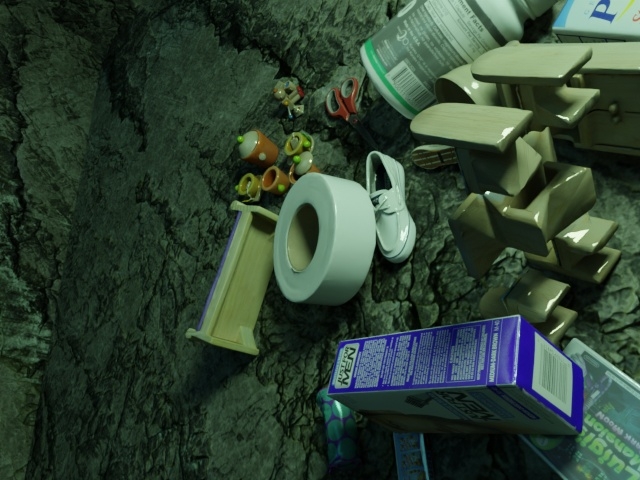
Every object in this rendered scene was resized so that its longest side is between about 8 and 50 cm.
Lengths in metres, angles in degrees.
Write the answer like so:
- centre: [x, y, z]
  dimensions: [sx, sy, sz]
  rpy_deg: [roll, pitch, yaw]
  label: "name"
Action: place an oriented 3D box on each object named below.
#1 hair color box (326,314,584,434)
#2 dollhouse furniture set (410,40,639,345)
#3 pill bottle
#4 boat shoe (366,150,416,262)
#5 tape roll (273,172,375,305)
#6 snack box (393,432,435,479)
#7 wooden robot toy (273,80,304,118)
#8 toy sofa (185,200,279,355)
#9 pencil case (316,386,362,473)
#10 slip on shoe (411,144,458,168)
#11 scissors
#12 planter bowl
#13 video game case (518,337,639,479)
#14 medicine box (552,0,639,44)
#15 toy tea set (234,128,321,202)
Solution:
- centre: [0.196, 0.221, 0.854]
  dimensions: [0.339, 0.185, 0.110]
  rpy_deg: [-18, 45, 46]
  label: "hair color box"
- centre: [0.305, -0.125, 0.836]
  dimensions: [0.394, 0.362, 0.257]
  rpy_deg: [-44, 37, -19]
  label: "dollhouse furniture set"
- centre: [0.274, -0.430, 1.120]
  dimensions: [0.361, 0.204, 0.204]
  rpy_deg: [-35, 48, 28]
  label: "pill bottle"
- centre: [0.134, -0.075, 1.174]
  dimensions: [0.095, 0.084, 0.258]
  rpy_deg: [-30, 51, 32]
  label: "boat shoe"
- centre: [0.000, 0.000, 1.203]
  dimensions: [0.286, 0.100, 0.285]
  rpy_deg: [-22, 64, 57]
  label: "tape roll"
- centre: [0.164, 0.410, 0.945]
  dimensions: [0.064, 0.022, 0.178]
  rpy_deg: [-27, 53, 36]
  label: "snack box"
- centre: [-0.102, -0.428, 1.601]
  dimensions: [0.076, 0.079, 0.173]
  rpy_deg: [-43, 46, 22]
  label: "wooden robot toy"
- centre: [-0.210, 0.093, 1.396]
  dimensions: [0.177, 0.150, 0.362]
  rpy_deg: [8, 77, 46]
  label: "toy sofa"
- centre: [0.034, 0.365, 1.070]
  dimensions: [0.070, 0.064, 0.151]
  rpy_deg: [-25, 52, 16]
  label: "pencil case"
- centre: [0.249, -0.182, 1.146]
  dimensions: [0.041, 0.051, 0.135]
  rpy_deg: [-37, 20, -31]
  label: "slip on shoe"
- centre: [0.077, -0.303, 1.403]
  dimensions: [0.109, 0.021, 0.297]
  rpy_deg: [-34, 50, 27]
  label: "scissors"
- centre: [0.311, -0.273, 1.054]
  dimensions: [0.109, 0.162, 0.162]
  rpy_deg: [-36, 44, -3]
  label: "planter bowl"
- centre: [0.388, 0.263, 0.789]
  dimensions: [0.173, 0.022, 0.190]
  rpy_deg: [-56, 42, 9]
  label: "video game case"
- centre: [0.564, -0.385, 0.839]
  dimensions: [0.289, 0.149, 0.263]
  rpy_deg: [32, 95, 48]
  label: "medicine box"
- centre: [-0.133, -0.218, 1.491]
  dimensions: [0.336, 0.124, 0.199]
  rpy_deg: [-3, 69, 45]
  label: "toy tea set"
